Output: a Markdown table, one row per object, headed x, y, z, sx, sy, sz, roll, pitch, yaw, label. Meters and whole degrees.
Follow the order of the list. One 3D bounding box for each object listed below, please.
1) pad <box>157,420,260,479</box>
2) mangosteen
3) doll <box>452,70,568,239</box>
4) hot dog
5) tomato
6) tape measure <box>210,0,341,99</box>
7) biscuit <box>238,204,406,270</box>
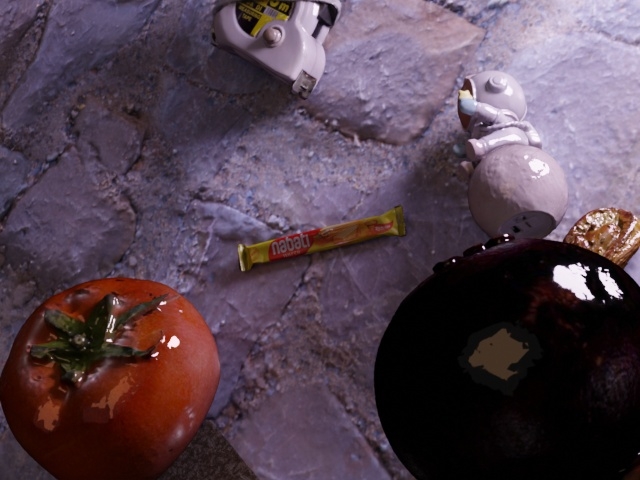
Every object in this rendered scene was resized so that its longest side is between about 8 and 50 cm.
| x | y | z | sx | sy | sz | roll | pitch | yaw | label |
| --- | --- | --- | --- | --- | --- | --- | --- | --- | --- |
| -0.204 | 0.409 | 2.084 | 0.235 | 0.003 | 0.158 | -48 | 55 | 3 | pad |
| 0.264 | 0.211 | 1.699 | 0.382 | 0.382 | 0.435 | -25 | 76 | 19 | mangosteen |
| 0.266 | -0.133 | 1.975 | 0.151 | 0.151 | 0.287 | -24 | 53 | 19 | doll |
| 0.385 | 0.018 | 1.882 | 0.099 | 0.065 | 0.147 | 36 | 91 | 45 | hot dog |
| -0.306 | 0.217 | 2.070 | 0.341 | 0.273 | 0.341 | -14 | 50 | 17 | tomato |
| -0.071 | -0.371 | 2.268 | 0.236 | 0.120 | 0.197 | 32 | 93 | 30 | tape measure |
| 0.000 | 0.000 | 2.130 | 0.292 | 0.026 | 0.048 | -13 | 83 | 25 | biscuit |
